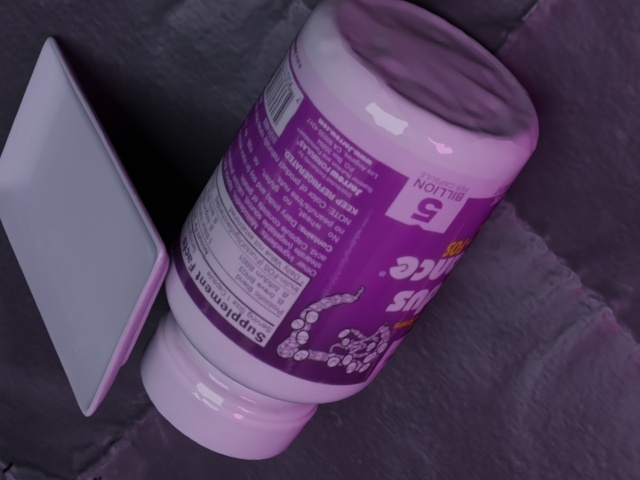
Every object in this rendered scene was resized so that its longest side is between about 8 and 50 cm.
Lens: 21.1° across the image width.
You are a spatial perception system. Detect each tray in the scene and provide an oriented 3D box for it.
[{"bbox_3d":[-0.168,-0.016,1.210,0.145,0.030,0.270,-64,37,28],"label":"tray"}]

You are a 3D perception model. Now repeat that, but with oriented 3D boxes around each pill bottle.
[{"bbox_3d":[0.000,0.000,1.134,0.169,0.169,0.301,38,120,8],"label":"pill bottle"}]
